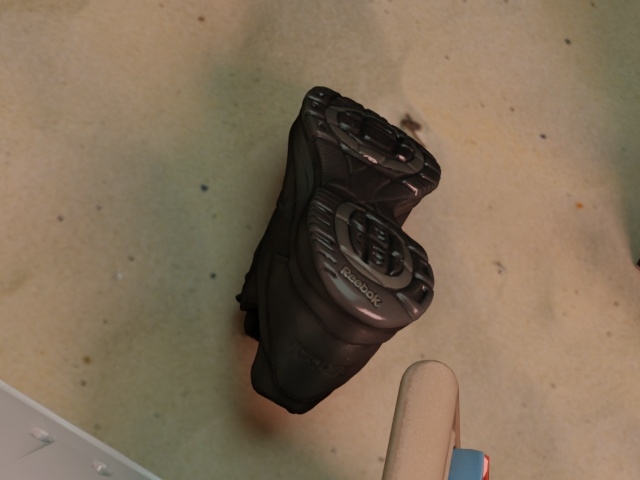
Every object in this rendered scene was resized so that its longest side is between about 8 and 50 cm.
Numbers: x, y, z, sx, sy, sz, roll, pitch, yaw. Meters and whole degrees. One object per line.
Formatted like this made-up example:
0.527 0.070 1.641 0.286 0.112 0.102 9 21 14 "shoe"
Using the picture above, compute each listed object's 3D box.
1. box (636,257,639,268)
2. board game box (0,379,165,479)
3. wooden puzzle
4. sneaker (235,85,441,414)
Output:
0.347 -0.079 1.311 0.103 0.261 0.184 37 49 4 "box"
-0.161 0.196 0.907 0.390 0.050 0.390 31 20 -1 "board game box"
0.063 0.216 0.999 0.044 0.238 0.221 2 50 13 "wooden puzzle"
0.000 0.000 1.199 0.109 0.130 0.286 32 27 -9 "sneaker"
